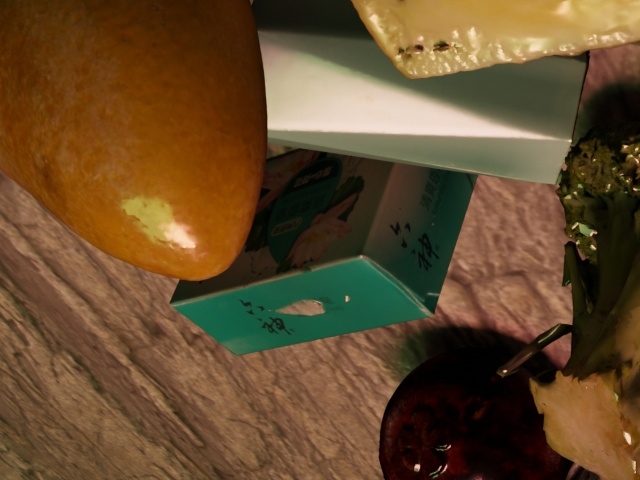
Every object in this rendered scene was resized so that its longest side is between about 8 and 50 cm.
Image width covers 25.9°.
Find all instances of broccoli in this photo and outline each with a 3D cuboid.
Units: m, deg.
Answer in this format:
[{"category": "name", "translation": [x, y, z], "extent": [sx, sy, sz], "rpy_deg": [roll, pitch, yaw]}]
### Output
[{"category": "broccoli", "translation": [0.266, 0.052, 0.993], "extent": [0.303, 0.283, 0.321], "rpy_deg": [-2, 117, 55]}]

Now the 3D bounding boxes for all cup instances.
[{"category": "cup", "translation": [0.066, -0.120, 0.989], "extent": [0.235, 0.134, 0.148], "rpy_deg": [9, 122, 3]}]

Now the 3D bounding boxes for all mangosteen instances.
[{"category": "mangosteen", "translation": [0.158, 0.205, 1.378], "extent": [0.209, 0.210, 0.210], "rpy_deg": [15, 149, 9]}]

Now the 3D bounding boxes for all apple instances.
[{"category": "apple", "translation": [0.127, -0.209, 0.819], "extent": [0.264, 0.120, 0.193], "rpy_deg": [-7, 126, 34]}]

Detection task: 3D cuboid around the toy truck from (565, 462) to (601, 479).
[{"category": "toy truck", "translation": [0.365, 0.231, 1.224], "extent": [0.176, 0.178, 0.363], "rpy_deg": [29, 121, -17]}]

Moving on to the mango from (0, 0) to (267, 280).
[{"category": "mango", "translation": [-0.141, -0.126, 0.894], "extent": [0.198, 0.384, 0.221], "rpy_deg": [10, 129, -36]}]

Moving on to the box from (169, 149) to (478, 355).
[{"category": "box", "translation": [0.000, 0.000, 1.182], "extent": [0.244, 0.153, 0.092], "rpy_deg": [-15, 134, 43]}]
